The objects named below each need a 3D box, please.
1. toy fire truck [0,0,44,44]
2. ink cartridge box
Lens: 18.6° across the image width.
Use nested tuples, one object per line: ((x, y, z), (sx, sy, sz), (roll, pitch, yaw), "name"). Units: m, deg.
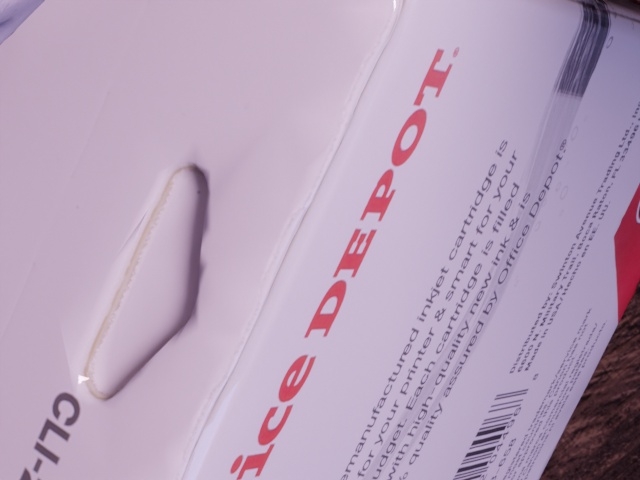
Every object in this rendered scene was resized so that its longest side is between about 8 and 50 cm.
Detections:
((-0.175, 0.023, 0.364), (0.302, 0.169, 0.254), (-38, 179, 38), "toy fire truck")
((0.000, 0.000, 0.565), (0.273, 0.114, 0.197), (1, 117, -64), "ink cartridge box")
